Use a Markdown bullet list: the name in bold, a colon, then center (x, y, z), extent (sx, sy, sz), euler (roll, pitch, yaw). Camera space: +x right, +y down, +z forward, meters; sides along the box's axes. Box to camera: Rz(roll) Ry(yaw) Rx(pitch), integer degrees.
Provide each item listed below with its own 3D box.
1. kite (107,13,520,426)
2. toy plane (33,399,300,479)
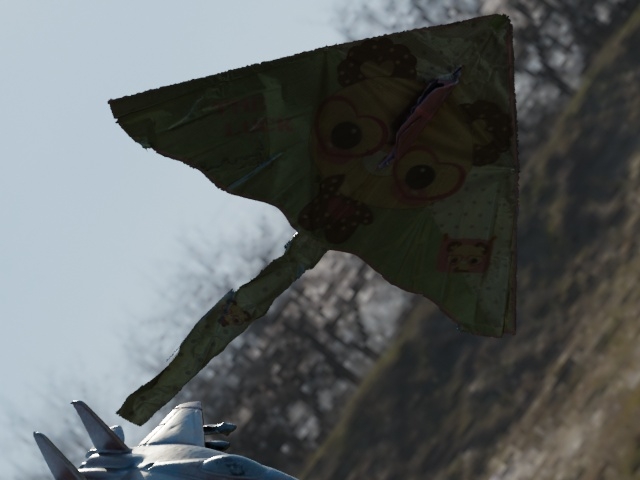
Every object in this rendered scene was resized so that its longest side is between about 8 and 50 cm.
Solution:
- **kite**: center (0.000, -0.001, 0.695), extent (0.250, 0.229, 0.012), euler (-46, 30, 19)
- **toy plane**: center (-0.119, 0.212, 1.371), extent (0.223, 0.326, 0.104), euler (-39, -56, -41)
